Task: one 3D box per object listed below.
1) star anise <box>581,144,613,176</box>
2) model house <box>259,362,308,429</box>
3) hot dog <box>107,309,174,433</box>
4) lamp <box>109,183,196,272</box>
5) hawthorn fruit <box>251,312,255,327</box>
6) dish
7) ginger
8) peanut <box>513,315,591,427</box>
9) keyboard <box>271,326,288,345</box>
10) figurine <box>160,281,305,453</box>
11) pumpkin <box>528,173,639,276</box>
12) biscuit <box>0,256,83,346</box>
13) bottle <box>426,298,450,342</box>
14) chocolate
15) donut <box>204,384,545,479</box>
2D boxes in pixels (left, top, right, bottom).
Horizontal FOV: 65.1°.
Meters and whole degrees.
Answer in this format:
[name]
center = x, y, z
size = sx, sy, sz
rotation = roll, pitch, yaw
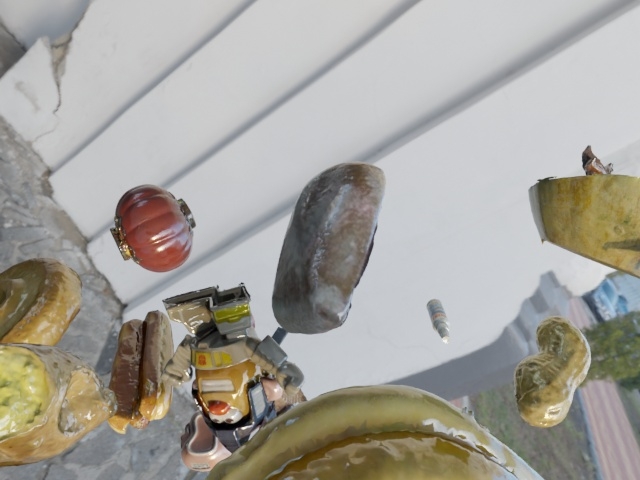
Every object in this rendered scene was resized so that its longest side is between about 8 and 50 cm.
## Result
[star anise]
center = 0.545, -0.115, 0.967
size = 0.141, 0.042, 0.141
rotation = 26, 45, -29
[model house]
center = -0.132, 0.430, 1.419
size = 0.172, 0.166, 0.183
rotation = 35, 26, -19
[hot dog]
center = -0.372, 0.266, 1.069
size = 0.100, 0.135, 0.337
rotation = 64, -2, -31
[lamp]
center = -0.553, -0.038, 1.668
size = 0.256, 0.303, 0.303
rotation = -28, 89, -22
[hawthorn fruit]
center = -0.288, 0.266, 1.585
size = 0.173, 0.172, 0.173
rotation = 43, 31, -34
[dish]
center = -0.385, 0.663, 1.694
size = 0.090, 0.213, 0.214
rotation = 87, -6, -56
[ginger]
center = -0.358, 0.181, 0.546
size = 0.218, 0.270, 0.123
rotation = 12, 67, -47
[peanut]
center = 0.419, 0.232, 0.907
size = 0.103, 0.098, 0.229
rotation = 44, 59, -2
[keyboard]
center = -0.183, 0.397, 1.835
size = 0.176, 0.055, 0.014
rotation = -56, 134, -23
[figurine]
center = -0.160, 0.222, 0.889
size = 0.143, 0.308, 0.309
rotation = -27, 89, -42
[pumpkin]
center = 0.368, -0.011, 0.629
size = 0.217, 0.217, 0.110
rotation = 5, 94, -60
[biscuit]
center = -0.538, 0.119, 0.901
size = 0.274, 0.213, 0.091
rotation = 28, -25, 48
[bottle]
center = 0.396, 0.269, 1.660
size = 0.060, 0.060, 0.217
rotation = 52, 15, -18
[chocolate]
center = 0.000, 0.000, 0.813
size = 0.100, 0.185, 0.304
rotation = 30, 64, -29
[donut]
center = 0.052, 0.350, 0.450
size = 0.449, 0.448, 0.198
rotation = 57, -13, -10
